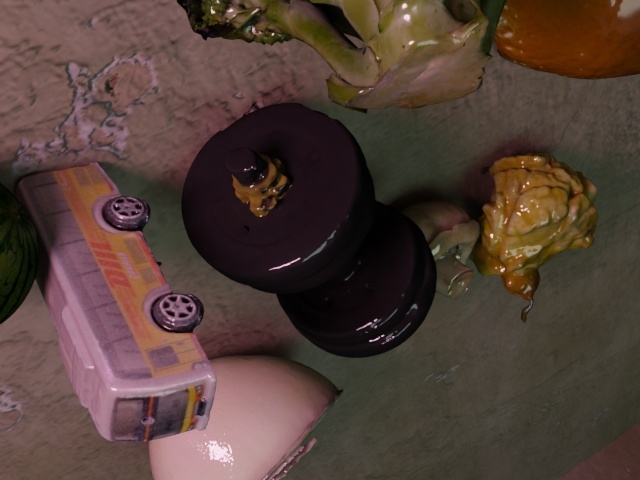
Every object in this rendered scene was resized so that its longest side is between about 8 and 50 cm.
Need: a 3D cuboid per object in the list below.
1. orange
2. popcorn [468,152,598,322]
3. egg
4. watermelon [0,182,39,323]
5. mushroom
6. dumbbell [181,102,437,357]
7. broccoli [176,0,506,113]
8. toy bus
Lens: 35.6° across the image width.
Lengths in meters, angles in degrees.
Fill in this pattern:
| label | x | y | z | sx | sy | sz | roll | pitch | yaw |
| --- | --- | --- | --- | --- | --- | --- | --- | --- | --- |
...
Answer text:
| label | x | y | z | sx | sy | sz | roll | pitch | yaw |
| --- | --- | --- | --- | --- | --- | --- | --- | --- | --- |
| orange | 0.322 | -0.292 | 1.015 | 0.335 | 0.196 | 0.262 | -13 | 128 | -23 |
| popcorn | 0.268 | -0.016 | 1.316 | 0.168 | 0.173 | 0.195 | -16 | 149 | -53 |
| egg | -0.112 | 0.231 | 1.256 | 0.264 | 0.174 | 0.286 | -44 | 174 | 5 |
| watermelon | -0.320 | 0.020 | 0.799 | 0.187 | 0.140 | 0.140 | -22 | 150 | 12 |
| mushroom | 0.136 | 0.023 | 1.265 | 0.154 | 0.122 | 0.154 | -32 | 154 | -18 |
| dumbbell | 0.000 | 0.000 | 1.043 | 0.185 | 0.185 | 0.388 | -40 | 149 | 3 |
| broccoli | 0.047 | -0.232 | 0.700 | 0.321 | 0.283 | 0.303 | -10 | 154 | -9 |
| toy bus | -0.178 | 0.047 | 0.843 | 0.106 | 0.268 | 0.092 | -12 | 140 | -28 |
